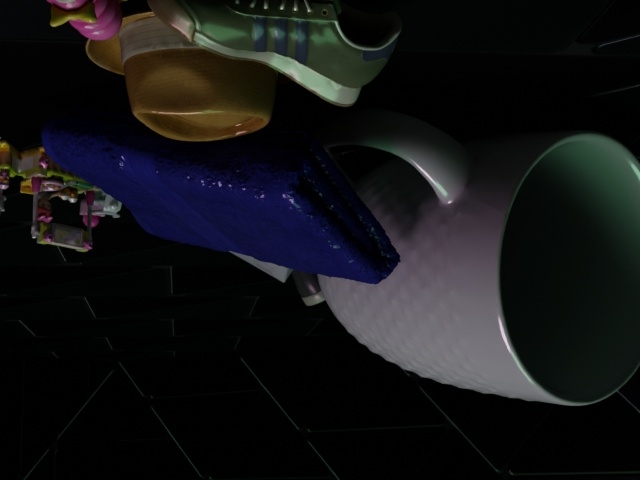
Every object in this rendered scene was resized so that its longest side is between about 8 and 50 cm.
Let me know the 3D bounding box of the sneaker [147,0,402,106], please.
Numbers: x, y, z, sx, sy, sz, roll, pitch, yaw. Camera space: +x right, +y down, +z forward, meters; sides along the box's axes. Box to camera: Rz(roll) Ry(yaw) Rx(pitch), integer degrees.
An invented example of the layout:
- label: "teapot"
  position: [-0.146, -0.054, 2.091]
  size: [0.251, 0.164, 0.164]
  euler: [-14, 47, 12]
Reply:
- label: "sneaker"
  position: [-0.024, -0.169, 0.840]
  size: [0.192, 0.064, 0.086]
  euler: [20, 133, -33]

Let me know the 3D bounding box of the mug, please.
- label: "mug"
  position: [0.132, -0.006, 1.231]
  size: [0.328, 0.276, 0.374]
  euler: [2, 145, 50]

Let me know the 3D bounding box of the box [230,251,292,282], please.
- label: "box"
  position: [-0.086, -0.035, 1.272]
  size: [0.145, 0.038, 0.186]
  euler: [29, 155, 7]

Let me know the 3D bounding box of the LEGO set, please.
- label: "LEGO set"
  position: [-0.351, -0.044, 1.288]
  size: [0.286, 0.107, 0.132]
  euler: [6, 167, -32]

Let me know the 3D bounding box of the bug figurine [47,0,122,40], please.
- label: "bug figurine"
  position: [-0.227, -0.176, 0.734]
  size: [0.278, 0.072, 0.216]
  euler: [-4, 168, 12]

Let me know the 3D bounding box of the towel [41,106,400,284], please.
- label: "towel"
  position: [-0.092, -0.050, 1.113]
  size: [0.308, 0.076, 0.227]
  euler: [13, 163, 32]

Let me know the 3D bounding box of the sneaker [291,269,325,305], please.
- label: "sneaker"
  position: [0.000, 0.000, 1.658]
  size: [0.083, 0.118, 0.222]
  euler: [-24, -169, 15]

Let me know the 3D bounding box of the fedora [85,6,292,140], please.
- label: "fedora"
  position: [-0.098, -0.130, 0.953]
  size: [0.194, 0.079, 0.194]
  euler: [-1, 168, 0]
